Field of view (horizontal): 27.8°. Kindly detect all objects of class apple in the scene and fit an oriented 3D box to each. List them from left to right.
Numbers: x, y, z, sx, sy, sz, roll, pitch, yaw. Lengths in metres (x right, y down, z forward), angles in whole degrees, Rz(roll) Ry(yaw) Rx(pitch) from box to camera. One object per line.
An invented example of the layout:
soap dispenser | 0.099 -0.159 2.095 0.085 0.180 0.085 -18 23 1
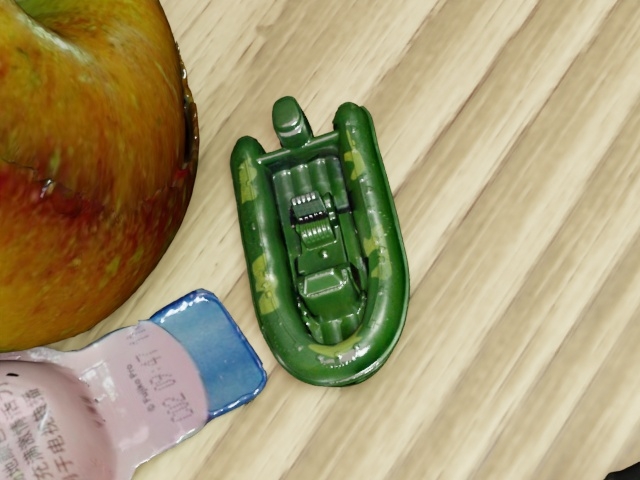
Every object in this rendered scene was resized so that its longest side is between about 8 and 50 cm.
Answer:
apple | -0.281 -0.085 0.822 0.374 0.374 0.384 -32 91 1

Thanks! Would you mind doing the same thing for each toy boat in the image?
toy boat | 0.000 0.000 0.827 0.104 0.052 0.210 -15 59 8

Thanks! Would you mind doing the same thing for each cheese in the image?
cheese | -0.173 0.127 0.809 0.286 0.074 0.189 -30 60 -13

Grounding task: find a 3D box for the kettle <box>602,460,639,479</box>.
kettle | 0.110 0.258 0.598 0.271 0.251 0.207 -30 28 10
